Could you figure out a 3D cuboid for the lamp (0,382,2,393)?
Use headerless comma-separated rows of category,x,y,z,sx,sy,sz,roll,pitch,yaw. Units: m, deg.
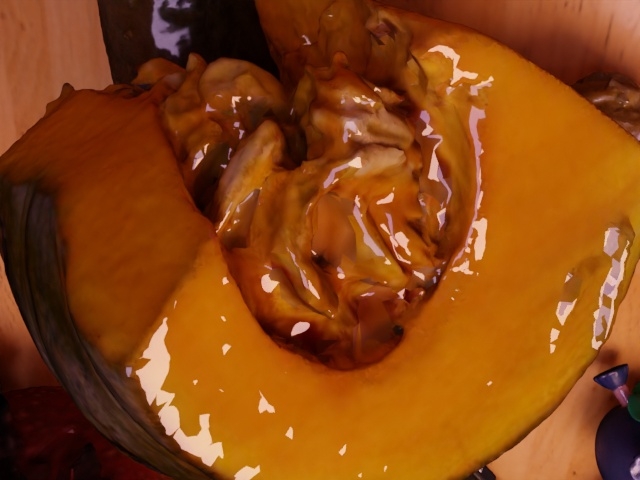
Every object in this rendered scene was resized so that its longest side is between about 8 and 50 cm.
lamp,-0.426,0.155,0.863,0.245,0.108,0.180,6,118,11

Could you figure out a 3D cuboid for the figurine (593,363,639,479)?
figurine,0.267,0.197,0.714,0.102,0.111,0.195,-6,121,-6

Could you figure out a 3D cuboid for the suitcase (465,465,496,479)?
suitcase,0.106,0.315,0.815,0.202,0.128,0.312,-32,110,29

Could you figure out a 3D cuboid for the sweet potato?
sweet potato,-0.096,-0.158,0.576,0.130,0.130,0.423,-9,115,19

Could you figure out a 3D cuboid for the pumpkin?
pumpkin,0.000,0.000,0.480,0.303,0.225,0.256,-41,123,-10

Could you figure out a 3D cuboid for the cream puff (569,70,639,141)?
cream puff,0.176,-0.044,0.591,0.144,0.103,0.126,-38,93,30

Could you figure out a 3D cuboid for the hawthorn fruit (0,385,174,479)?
hawthorn fruit,-0.231,0.266,0.769,0.315,0.316,0.316,6,122,10
